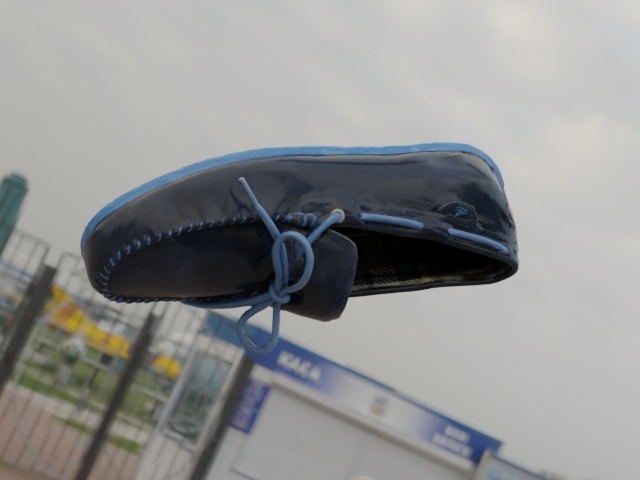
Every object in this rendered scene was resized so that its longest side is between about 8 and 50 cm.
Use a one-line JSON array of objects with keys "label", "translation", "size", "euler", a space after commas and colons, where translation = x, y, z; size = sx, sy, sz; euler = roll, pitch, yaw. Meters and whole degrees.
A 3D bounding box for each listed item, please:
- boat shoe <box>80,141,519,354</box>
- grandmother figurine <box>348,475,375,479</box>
[{"label": "boat shoe", "translation": [0.000, 0.000, 0.712], "size": [0.258, 0.089, 0.109], "euler": [-12, -29, -17]}, {"label": "grandmother figurine", "translation": [0.079, 0.200, 0.642], "size": [0.208, 0.104, 0.342], "euler": [25, 2, 22]}]
